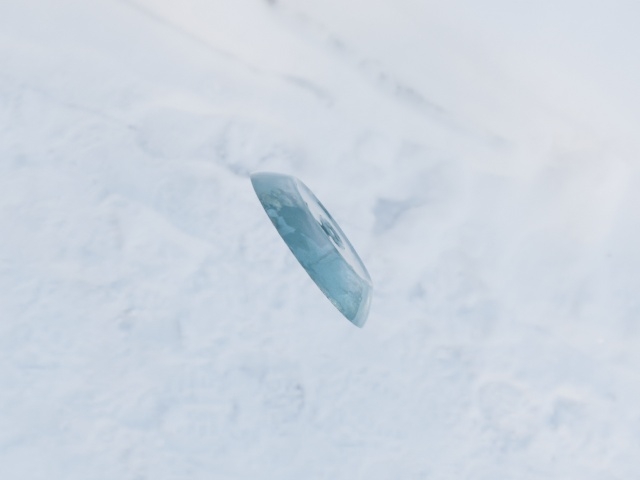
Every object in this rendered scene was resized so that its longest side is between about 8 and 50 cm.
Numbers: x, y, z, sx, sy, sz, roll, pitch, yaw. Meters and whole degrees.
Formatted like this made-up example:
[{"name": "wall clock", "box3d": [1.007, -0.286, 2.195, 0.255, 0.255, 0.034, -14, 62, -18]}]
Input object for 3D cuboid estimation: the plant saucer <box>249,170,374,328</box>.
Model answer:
[{"name": "plant saucer", "box3d": [0.000, 0.000, 0.758, 0.021, 0.119, 0.119, -36, 109, 7]}]
